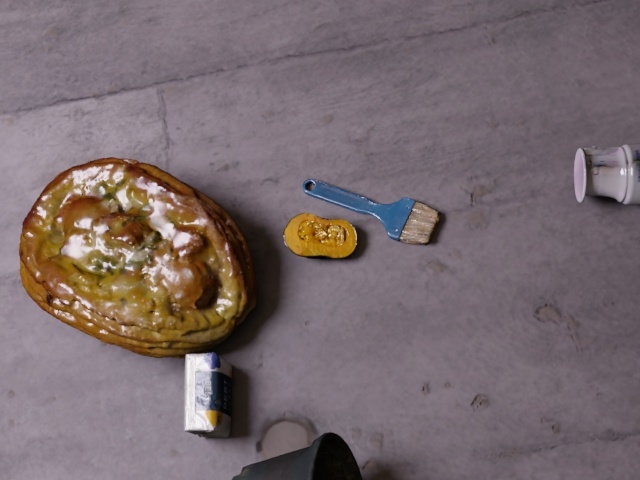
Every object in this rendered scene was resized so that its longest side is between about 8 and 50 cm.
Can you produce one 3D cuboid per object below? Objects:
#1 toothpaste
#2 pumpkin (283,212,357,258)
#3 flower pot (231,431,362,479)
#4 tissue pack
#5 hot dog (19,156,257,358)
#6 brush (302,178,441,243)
[{"bbox_3d":[0.438,-0.072,1.040,0.323,0.066,0.100,-1,71,3],"label":"toothpaste"},{"bbox_3d":[0.000,-0.001,1.101,0.083,0.028,0.050,9,74,3],"label":"pumpkin"},{"bbox_3d":[-0.025,0.275,0.954,0.107,0.157,0.157,-14,69,18],"label":"flower pot"},{"bbox_3d":[-0.120,0.166,1.045,0.042,0.062,0.083,-4,70,10],"label":"tissue pack"},{"bbox_3d":[-0.204,0.022,1.080,0.272,0.122,0.196,26,77,18],"label":"hot dog"},{"bbox_3d":[0.054,-0.038,1.114,0.164,0.014,0.051,21,74,16],"label":"brush"}]
